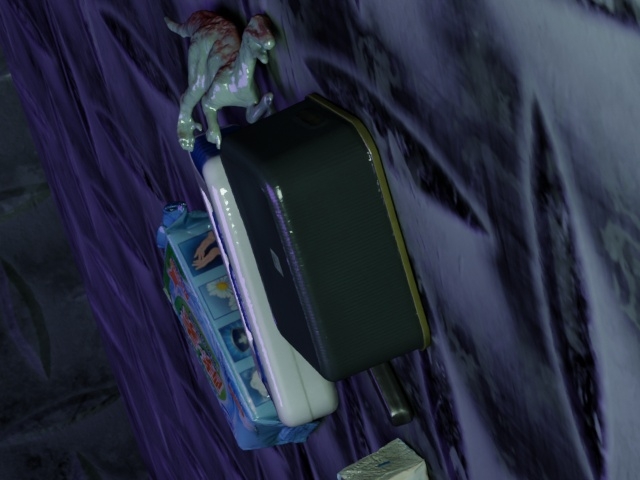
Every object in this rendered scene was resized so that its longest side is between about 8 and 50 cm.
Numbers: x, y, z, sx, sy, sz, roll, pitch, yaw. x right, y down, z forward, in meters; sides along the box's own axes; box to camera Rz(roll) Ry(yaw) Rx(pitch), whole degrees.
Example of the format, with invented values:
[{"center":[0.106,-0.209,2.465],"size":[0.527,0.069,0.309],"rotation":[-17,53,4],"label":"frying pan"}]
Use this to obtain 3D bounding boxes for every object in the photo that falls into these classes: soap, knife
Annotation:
[{"center":[-0.098,0.097,1.929],"size":[0.293,0.077,0.156],"rotation":[63,166,16],"label":"soap"},{"center":[0.021,0.056,1.553],"size":[0.072,0.019,0.245],"rotation":[93,154,-70],"label":"knife"}]

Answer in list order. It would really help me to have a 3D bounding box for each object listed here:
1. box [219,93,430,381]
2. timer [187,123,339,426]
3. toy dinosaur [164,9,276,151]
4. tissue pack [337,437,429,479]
[{"center":[0.000,0.000,1.382],"size":[0.144,0.090,0.201],"rotation":[41,151,62],"label":"box"},{"center":[-0.045,0.026,1.586],"size":[0.178,0.078,0.253],"rotation":[-125,17,-73],"label":"timer"},{"center":[-0.092,-0.166,1.536],"size":[0.242,0.053,0.167],"rotation":[-113,32,-49],"label":"toy dinosaur"},{"center":[0.064,0.235,1.557],"size":[0.059,0.074,0.094],"rotation":[28,139,58],"label":"tissue pack"}]
